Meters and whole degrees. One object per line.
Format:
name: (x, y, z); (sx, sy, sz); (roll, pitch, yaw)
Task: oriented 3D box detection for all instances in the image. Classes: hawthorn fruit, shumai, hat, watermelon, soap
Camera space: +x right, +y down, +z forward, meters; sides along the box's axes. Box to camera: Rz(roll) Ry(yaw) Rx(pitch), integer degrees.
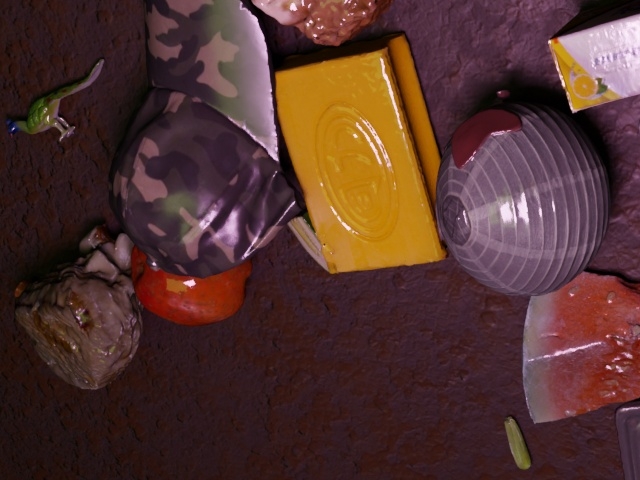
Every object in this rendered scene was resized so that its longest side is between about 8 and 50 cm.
hawthorn fruit: (-0.198, 0.045, 2.060); (0.189, 0.189, 0.189); (10, 118, 20)
shumai: (-0.352, 0.101, 2.146); (0.256, 0.218, 0.189); (-3, 131, 49)
hat: (-0.212, -0.169, 1.893); (0.366, 0.257, 0.381); (14, 137, 40)
watermelon: (0.407, 0.143, 1.876); (0.257, 0.139, 0.192); (-3, 121, 18)
soap: (0.061, -0.114, 1.909); (0.204, 0.096, 0.324); (-9, 110, 28)

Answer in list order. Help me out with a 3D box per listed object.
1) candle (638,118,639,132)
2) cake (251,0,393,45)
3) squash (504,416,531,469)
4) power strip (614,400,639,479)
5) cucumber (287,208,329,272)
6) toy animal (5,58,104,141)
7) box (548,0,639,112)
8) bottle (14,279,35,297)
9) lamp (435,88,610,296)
candle: (0.486, -0.122, 1.726); (0.169, 0.068, 0.192); (26, 120, 8)
cake: (0.007, -0.420, 1.685); (0.290, 0.282, 0.255); (42, 116, 2)
squash: (0.297, 0.305, 2.045); (0.027, 0.027, 0.089); (-12, 103, 29)
power strip: (0.550, 0.330, 1.877); (0.257, 0.092, 0.251); (-7, 110, 13)
cucumber: (0.000, 0.000, 2.027); (0.107, 0.035, 0.067); (54, 153, -7)
toy animal: (-0.399, -0.203, 2.115); (0.217, 0.041, 0.075); (-27, 99, 28)
box: (0.429, -0.251, 1.634); (0.265, 0.168, 0.097); (-13, 105, 31)
bottle: (-0.428, 0.122, 2.266); (0.187, 0.069, 0.069); (26, 122, 11)
lamp: (0.258, -0.056, 1.766); (0.233, 0.233, 0.265); (17, 122, 17)
